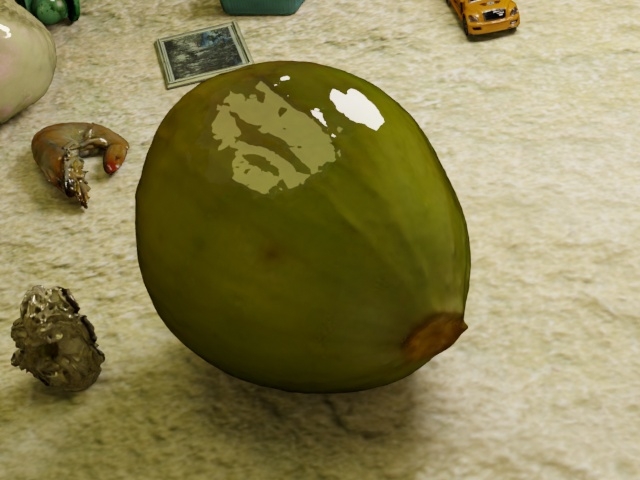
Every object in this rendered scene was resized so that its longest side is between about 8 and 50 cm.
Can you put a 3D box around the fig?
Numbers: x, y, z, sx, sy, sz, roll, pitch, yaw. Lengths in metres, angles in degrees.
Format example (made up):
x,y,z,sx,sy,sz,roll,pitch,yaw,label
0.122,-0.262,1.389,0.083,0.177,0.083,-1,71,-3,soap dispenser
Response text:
x,y,z,sx,sy,sz,roll,pitch,yaw,label
-0.011,0.001,1.223,0.343,0.343,0.343,-7,34,5,fig

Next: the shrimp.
x,y,z,sx,sy,sz,roll,pitch,yaw,label
-0.327,-0.111,1.719,0.133,0.053,0.236,1,26,-20,shrimp

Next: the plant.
x,y,z,sx,sy,sz,roll,pitch,yaw,label
-0.275,0.097,1.345,0.104,0.116,0.122,8,16,2,plant

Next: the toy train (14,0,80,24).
x,y,z,sx,sy,sz,roll,pitch,yaw,label
-0.506,-0.469,2.137,0.145,0.202,0.266,-20,38,-17,toy train

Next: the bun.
x,y,z,sx,sy,sz,roll,pitch,yaw,label
-0.572,-0.298,1.876,0.213,0.361,0.361,-56,39,8,bun

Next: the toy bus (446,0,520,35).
x,y,z,sx,sy,sz,roll,pitch,yaw,label
0.243,-0.387,1.917,0.083,0.088,0.194,-11,34,-3,toy bus

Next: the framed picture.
x,y,z,sx,sy,sz,roll,pitch,yaw,label
-0.185,-0.297,1.970,0.142,0.011,0.183,-14,34,-6,framed picture

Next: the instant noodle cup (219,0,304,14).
x,y,z,sx,sy,sz,roll,pitch,yaw,label
-0.090,-0.431,2.088,0.179,0.070,0.157,3,35,20,instant noodle cup
